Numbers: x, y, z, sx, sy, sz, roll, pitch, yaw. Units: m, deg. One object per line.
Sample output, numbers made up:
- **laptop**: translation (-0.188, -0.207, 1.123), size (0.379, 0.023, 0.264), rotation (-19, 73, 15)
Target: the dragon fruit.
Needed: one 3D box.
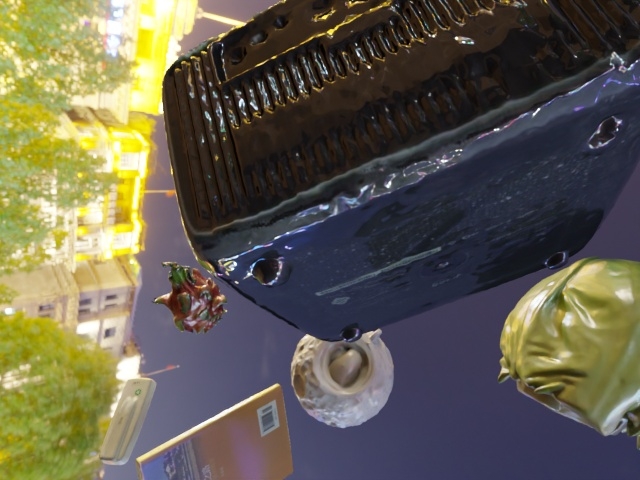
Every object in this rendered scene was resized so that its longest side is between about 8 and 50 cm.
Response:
- **dragon fruit**: translation (-0.320, 0.136, 1.111), size (0.137, 0.236, 0.135), rotation (-48, -131, -10)

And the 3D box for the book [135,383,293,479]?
- **book**: translation (-0.226, 0.534, 1.084), size (0.028, 0.374, 0.262), rotation (9, -70, 47)

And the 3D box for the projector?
- **projector**: translation (0.099, -0.069, 0.516), size (0.396, 0.405, 0.241), rotation (-21, -117, 10)

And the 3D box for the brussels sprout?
- **brussels sprout**: translation (0.598, 0.210, 0.991), size (0.343, 0.425, 0.360), rotation (22, -93, 6)

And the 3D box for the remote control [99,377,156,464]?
- **remote control**: translation (-0.534, 0.492, 1.268), size (0.090, 0.049, 0.230), rotation (-5, -132, 15)

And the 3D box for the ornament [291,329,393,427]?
- **ornament**: translation (0.071, 0.432, 1.497), size (0.337, 0.337, 0.336), rotation (8, -80, 47)
